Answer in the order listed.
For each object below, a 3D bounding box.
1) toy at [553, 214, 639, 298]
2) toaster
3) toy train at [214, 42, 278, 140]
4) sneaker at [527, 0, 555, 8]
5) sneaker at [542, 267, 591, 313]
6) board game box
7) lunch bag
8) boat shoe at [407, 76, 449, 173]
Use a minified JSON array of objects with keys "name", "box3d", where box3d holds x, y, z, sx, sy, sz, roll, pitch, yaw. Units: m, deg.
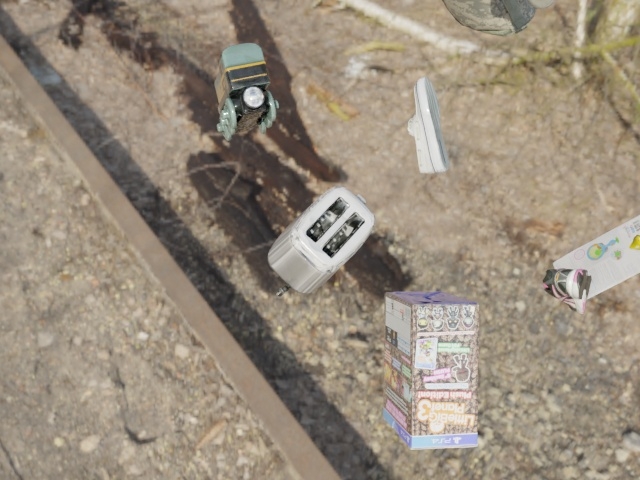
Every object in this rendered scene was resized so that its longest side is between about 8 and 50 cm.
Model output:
[{"name":"toy","box3d":[0.680,0.057,1.816,0.056,0.237,0.136,28,39,-35]},{"name":"toaster","box3d":[0.000,0.000,1.440,0.129,0.146,0.227,45,60,0]},{"name":"toy train","box3d":[-0.195,-0.366,1.930,0.142,0.190,0.334,-13,1,-12]},{"name":"sneaker","box3d":[0.358,-0.480,1.316,0.099,0.262,0.121,25,72,28]},{"name":"sneaker","box3d":[0.453,0.083,1.426,0.077,0.178,0.072,12,74,26]},{"name":"board game box","box3d":[0.228,0.263,1.628,0.141,0.290,0.232,0,3,-9]},{"name":"lunch bag","box3d":[0.334,-0.607,1.657,0.213,0.305,0.256,-35,47,13]},{"name":"boat shoe","box3d":[0.238,-0.263,1.803,0.076,0.226,0.083,-9,5,29]}]
